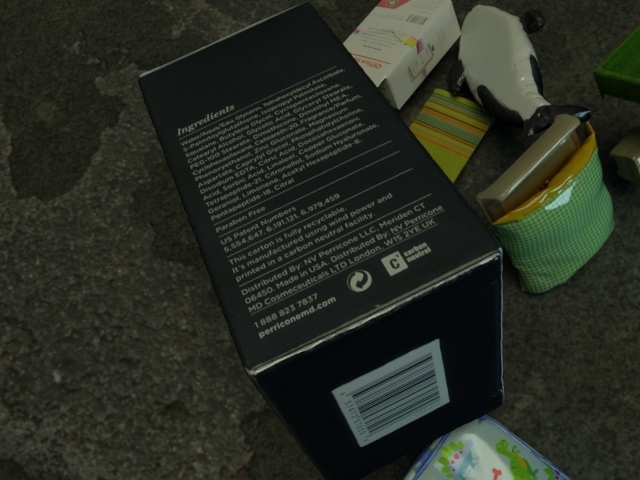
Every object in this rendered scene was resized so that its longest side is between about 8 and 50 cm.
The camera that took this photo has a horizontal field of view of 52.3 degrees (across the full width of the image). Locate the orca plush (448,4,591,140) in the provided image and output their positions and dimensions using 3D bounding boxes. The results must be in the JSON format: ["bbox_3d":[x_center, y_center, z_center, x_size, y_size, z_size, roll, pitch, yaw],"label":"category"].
[{"bbox_3d":[0.280,-0.221,0.892,0.151,0.102,0.287,-50,36,16],"label":"orca plush"}]

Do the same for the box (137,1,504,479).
[{"bbox_3d":[0.000,0.000,0.688,0.212,0.293,0.395,-26,52,-4],"label":"box"}]

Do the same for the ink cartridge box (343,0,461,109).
[{"bbox_3d":[0.095,-0.263,0.938,0.115,0.067,0.198,29,72,39],"label":"ink cartridge box"}]

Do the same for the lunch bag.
[{"bbox_3d":[0.157,0.305,0.688,0.176,0.090,0.219,35,64,19],"label":"lunch bag"}]

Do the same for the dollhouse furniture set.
[{"bbox_3d":[0.351,-0.065,0.735,0.301,0.197,0.151,-44,36,-4],"label":"dollhouse furniture set"}]

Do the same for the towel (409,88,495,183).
[{"bbox_3d":[0.147,-0.106,0.913,0.102,0.021,0.237,28,75,22],"label":"towel"}]
